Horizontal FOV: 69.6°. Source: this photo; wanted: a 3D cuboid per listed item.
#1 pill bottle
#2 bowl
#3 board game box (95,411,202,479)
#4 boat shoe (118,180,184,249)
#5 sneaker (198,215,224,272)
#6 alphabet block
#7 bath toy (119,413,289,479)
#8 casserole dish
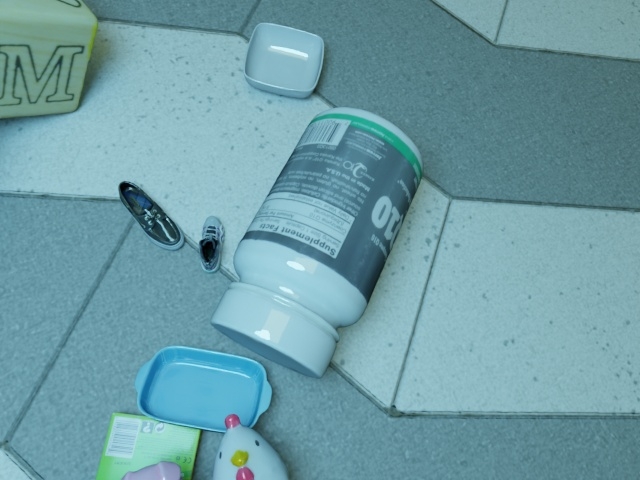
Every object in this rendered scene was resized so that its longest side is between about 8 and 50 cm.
[{"bbox_3d":[0.000,0.000,0.686,0.204,0.204,0.360,26,69,2],"label":"pill bottle"},{"bbox_3d":[-0.069,-0.333,0.876,0.142,0.053,0.142,12,68,-4],"label":"bowl"},{"bbox_3d":[-0.243,0.370,0.606,0.124,0.039,0.259,9,66,-4],"label":"board game box"},{"bbox_3d":[-0.279,-0.040,0.747,0.142,0.040,0.049,43,70,8],"label":"boat shoe"},{"bbox_3d":[-0.173,-0.003,0.733,0.038,0.069,0.098,-2,71,-9],"label":"sneaker"},{"bbox_3d":[-0.495,-0.318,0.698,0.192,0.193,0.197,51,38,10],"label":"alphabet block"},{"bbox_3d":[-0.209,0.312,0.534,0.349,0.151,0.128,-16,89,-15],"label":"bath toy"},{"bbox_3d":[-0.165,0.215,0.657,0.189,0.037,0.114,11,46,-3],"label":"casserole dish"}]
